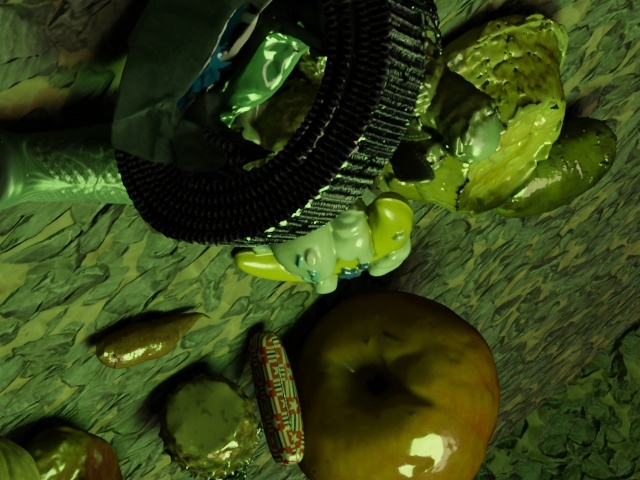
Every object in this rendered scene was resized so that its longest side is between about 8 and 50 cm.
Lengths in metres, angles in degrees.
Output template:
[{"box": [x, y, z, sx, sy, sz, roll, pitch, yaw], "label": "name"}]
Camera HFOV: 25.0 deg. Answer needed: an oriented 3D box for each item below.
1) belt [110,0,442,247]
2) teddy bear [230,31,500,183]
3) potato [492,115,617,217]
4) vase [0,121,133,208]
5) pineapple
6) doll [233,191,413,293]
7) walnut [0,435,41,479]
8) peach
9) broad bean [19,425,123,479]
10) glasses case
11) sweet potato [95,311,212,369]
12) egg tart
[{"box": [-0.050, -0.143, 1.300, 0.325, 0.260, 0.122, -56, 159, 15], "label": "belt"}, {"box": [0.032, -0.141, 1.588, 0.256, 0.156, 0.267, -42, 118, -1], "label": "teddy bear"}, {"box": [0.351, -0.107, 2.212, 0.251, 0.113, 0.149, -31, 159, -28], "label": "potato"}, {"box": [-0.233, -0.072, 1.371, 0.219, 0.096, 0.096, -7, 140, -49], "label": "vase"}, {"box": [-0.152, 0.302, 2.105, 0.141, 0.170, 0.310, -11, 159, -1], "label": "pineapple"}, {"box": [0.000, 0.000, 1.813, 0.237, 0.111, 0.252, -6, 161, 3], "label": "doll"}, {"box": [-0.423, 0.326, 1.602, 0.261, 0.225, 0.225, -65, 157, -2], "label": "walnut"}, {"box": [0.113, 0.247, 2.177, 0.343, 0.343, 0.301, -42, 147, 1], "label": "peach"}, {"box": [-0.334, 0.317, 1.873, 0.156, 0.122, 0.228, -40, 161, -3], "label": "broad bean"}, {"box": [-0.060, 0.225, 2.068, 0.049, 0.194, 0.073, -11, 176, -20], "label": "glasses case"}, {"box": [-0.207, 0.121, 1.813, 0.195, 0.056, 0.056, -19, 149, -50], "label": "sweet potato"}, {"box": [0.218, -0.149, 1.905, 0.345, 0.132, 0.345, -35, 155, -19], "label": "egg tart"}]
